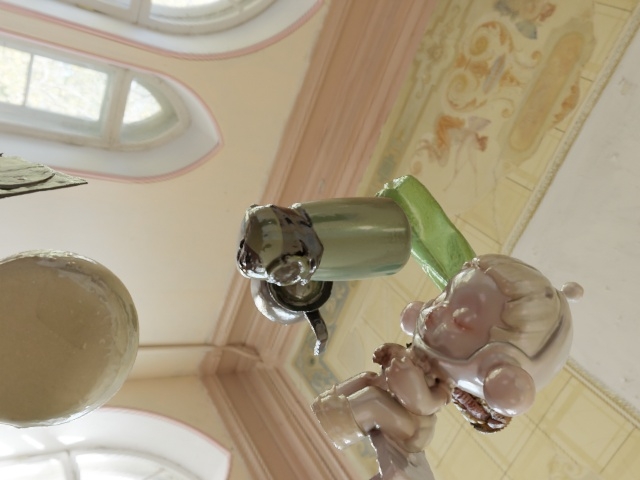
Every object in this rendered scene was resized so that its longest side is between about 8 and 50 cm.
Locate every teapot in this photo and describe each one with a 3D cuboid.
[{"bbox_3d":[-0.074,0.150,1.473,0.285,0.223,0.305,136,-39,-74],"label":"teapot"}]

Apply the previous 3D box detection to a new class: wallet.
[{"bbox_3d":[-0.722,-0.146,1.219,0.323,0.247,0.041,16,-70,30],"label":"wallet"}]

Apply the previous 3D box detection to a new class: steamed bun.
[{"bbox_3d":[-0.439,0.153,0.881,0.177,0.283,0.283,170,-76,-77],"label":"steamed bun"}]

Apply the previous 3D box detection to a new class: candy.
[{"bbox_3d":[0.263,-0.002,1.332,0.343,0.132,0.142,53,-40,0],"label":"candy"}]

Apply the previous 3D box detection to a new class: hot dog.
[{"bbox_3d":[0.324,0.319,1.182,0.131,0.069,0.252,-37,-80,23],"label":"hot dog"}]

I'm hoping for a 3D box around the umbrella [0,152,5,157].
[{"bbox_3d":[-0.848,-0.199,1.490,0.165,0.025,0.027,34,-39,28],"label":"umbrella"}]

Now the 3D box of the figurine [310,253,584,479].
[{"bbox_3d":[0.128,0.112,0.479,0.257,0.182,0.144,-44,-99,3],"label":"figurine"}]

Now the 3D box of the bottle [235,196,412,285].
[{"bbox_3d":[0.000,0.001,1.030,0.168,0.347,0.168,10,-78,57],"label":"bottle"}]

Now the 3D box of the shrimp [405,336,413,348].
[{"bbox_3d":[0.255,0.283,1.427,0.148,0.035,0.195,-123,-166,-73],"label":"shrimp"}]
